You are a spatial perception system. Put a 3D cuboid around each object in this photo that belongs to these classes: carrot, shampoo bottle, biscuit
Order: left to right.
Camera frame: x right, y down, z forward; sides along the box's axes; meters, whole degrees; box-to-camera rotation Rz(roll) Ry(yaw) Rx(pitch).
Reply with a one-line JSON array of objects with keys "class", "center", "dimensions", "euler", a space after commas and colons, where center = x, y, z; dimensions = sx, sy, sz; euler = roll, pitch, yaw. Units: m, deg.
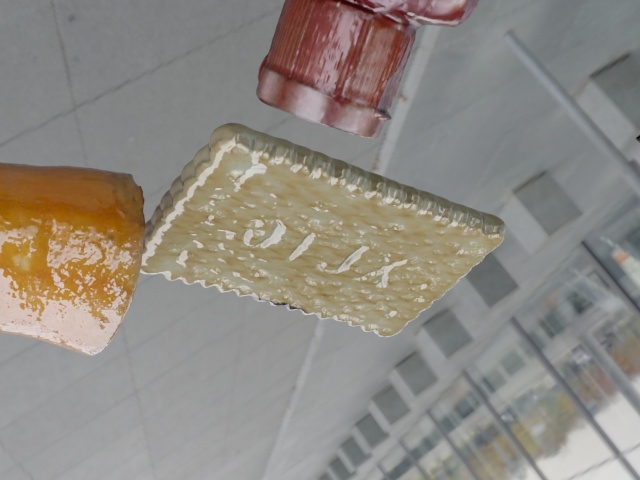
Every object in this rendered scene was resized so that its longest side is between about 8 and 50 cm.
[{"class": "carrot", "center": [-0.269, -0.008, 0.721], "dimensions": [0.225, 0.159, 0.159], "euler": [17, 135, -24]}, {"class": "biscuit", "center": [0.000, 0.000, 0.881], "dimensions": [0.324, 0.044, 0.217], "euler": [16, 136, -27]}, {"class": "shampoo bottle", "center": [0.040, -0.175, 0.378], "dimensions": [0.064, 0.102, 0.260], "euler": [-36, 147, -75]}]

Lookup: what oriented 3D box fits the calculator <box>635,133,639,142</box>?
[{"class": "calculator", "center": [0.301, -0.022, 0.435], "dimensions": [0.261, 0.161, 0.021], "euler": [-15, -174, 15]}]
